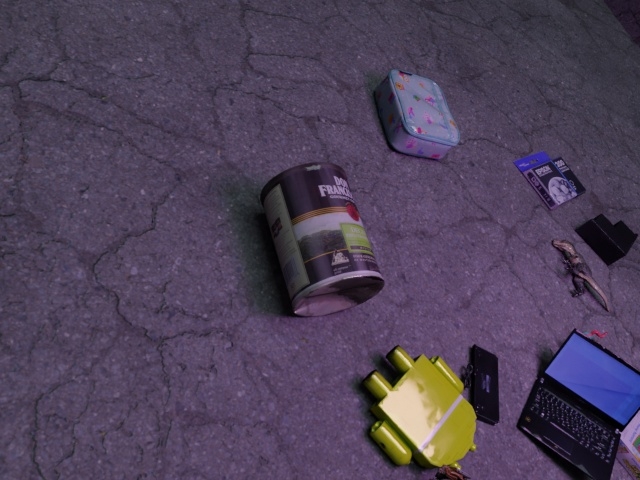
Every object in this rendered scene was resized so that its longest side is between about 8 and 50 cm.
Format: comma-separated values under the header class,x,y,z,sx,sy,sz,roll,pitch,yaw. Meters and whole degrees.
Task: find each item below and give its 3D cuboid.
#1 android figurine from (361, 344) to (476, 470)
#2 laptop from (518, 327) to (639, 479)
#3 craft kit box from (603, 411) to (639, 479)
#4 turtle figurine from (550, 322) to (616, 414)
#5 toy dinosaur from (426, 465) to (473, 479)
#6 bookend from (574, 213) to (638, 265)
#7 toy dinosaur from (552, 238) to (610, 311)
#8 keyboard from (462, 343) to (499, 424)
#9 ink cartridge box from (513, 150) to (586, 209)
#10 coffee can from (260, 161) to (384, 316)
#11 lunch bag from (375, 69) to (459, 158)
class,x,y,z,sx,sy,sz,roll,pitch,yaw
android figurine,0.217,0.359,1.212,0.273,0.056,0.248,47,56,4
laptop,0.640,0.392,1.371,0.234,0.136,0.264,34,47,13
craft kit box,0.864,0.525,1.499,0.250,0.061,0.246,-29,74,-40
turtle figurine,0.705,0.326,1.504,0.175,0.118,0.234,-7,70,-34
toy dinosaur,0.296,0.557,1.015,0.219,0.164,0.322,-23,31,-26
bookend,0.946,-0.025,1.900,0.157,0.072,0.156,48,48,7
toy dinosaur,0.782,0.106,1.728,0.118,0.064,0.268,-16,72,-44
keyboard,0.377,0.335,1.362,0.108,0.023,0.180,28,49,-20
ink cartridge box,0.780,-0.218,1.951,0.206,0.045,0.208,-22,71,-38
coffee can,0.000,0.000,1.245,0.202,0.201,0.275,-2,62,-32
lunch bag,0.294,-0.383,1.733,0.224,0.108,0.279,6,57,-27
